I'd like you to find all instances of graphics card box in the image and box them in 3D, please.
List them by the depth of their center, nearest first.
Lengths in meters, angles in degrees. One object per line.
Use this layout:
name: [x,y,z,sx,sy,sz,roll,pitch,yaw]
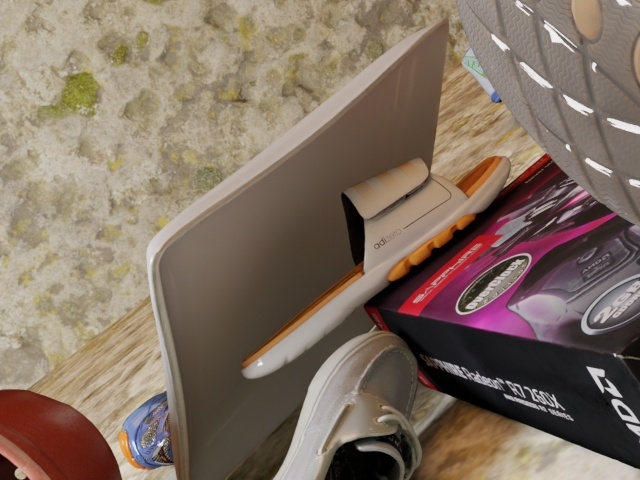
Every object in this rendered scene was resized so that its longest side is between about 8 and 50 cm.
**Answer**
graphics card box: [0.187,0.013,0.609,0.233,0.094,0.371,-38,10,-11]

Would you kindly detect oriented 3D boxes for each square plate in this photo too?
square plate: [-0.018,0.021,0.833,0.347,0.049,0.344,-43,-29,-33]

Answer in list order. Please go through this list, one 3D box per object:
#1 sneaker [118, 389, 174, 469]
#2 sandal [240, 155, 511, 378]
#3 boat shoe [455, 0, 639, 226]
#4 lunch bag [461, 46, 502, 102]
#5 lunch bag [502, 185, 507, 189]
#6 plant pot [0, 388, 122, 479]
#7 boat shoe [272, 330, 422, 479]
sneaker: [-0.108,0.164,1.040,0.087,0.083,0.221,0,40,52]
sandal: [0.031,0.000,0.744,0.265,0.076,0.102,-38,3,-9]
boat shoe: [0.195,-0.056,0.392,0.116,0.324,0.123,-40,-28,-21]
lunch bag: [0.355,-0.328,1.521,0.243,0.115,0.303,-48,-11,35]
lunch bag: [0.162,-0.011,0.962,0.083,0.053,0.071,-49,12,-22]
plant pot: [-0.272,0.233,0.742,0.272,0.272,0.265,-36,0,1]
boat shoe: [0.023,0.143,0.614,0.081,0.079,0.227,-17,29,42]
